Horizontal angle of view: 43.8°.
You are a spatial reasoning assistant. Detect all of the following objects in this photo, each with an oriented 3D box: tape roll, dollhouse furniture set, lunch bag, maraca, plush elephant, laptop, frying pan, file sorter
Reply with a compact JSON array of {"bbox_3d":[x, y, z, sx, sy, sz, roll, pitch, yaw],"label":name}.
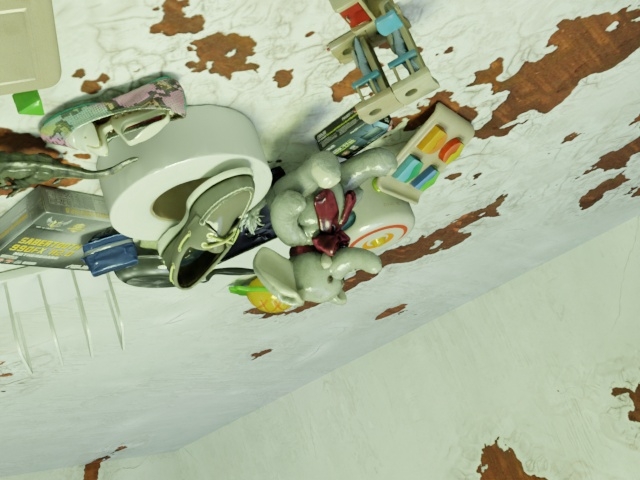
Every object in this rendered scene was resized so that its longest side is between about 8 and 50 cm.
[{"bbox_3d":[-0.231,-0.108,1.359,0.286,0.100,0.286,-19,160,-7],"label":"tape roll"},{"bbox_3d":[0.072,-0.280,1.174,0.129,0.129,0.183,-27,160,17],"label":"dollhouse furniture set"},{"bbox_3d":[-0.383,0.022,1.432,0.098,0.065,0.067,-17,175,-17],"label":"lunch bag"},{"bbox_3d":[-0.147,0.137,2.080,0.185,0.099,0.127,5,164,-1],"label":"maraca"},{"bbox_3d":[0.000,0.000,1.491,0.330,0.255,0.272,-26,174,26],"label":"plush elephant"},{"bbox_3d":[-0.145,-0.058,1.697,0.234,0.136,0.264,-25,134,8],"label":"laptop"},{"bbox_3d":[-0.313,0.078,1.756,0.197,0.053,0.326,-11,163,32],"label":"frying pan"},{"bbox_3d":[-0.553,0.160,1.624,0.277,0.173,0.193,-13,158,-18],"label":"file sorter"}]

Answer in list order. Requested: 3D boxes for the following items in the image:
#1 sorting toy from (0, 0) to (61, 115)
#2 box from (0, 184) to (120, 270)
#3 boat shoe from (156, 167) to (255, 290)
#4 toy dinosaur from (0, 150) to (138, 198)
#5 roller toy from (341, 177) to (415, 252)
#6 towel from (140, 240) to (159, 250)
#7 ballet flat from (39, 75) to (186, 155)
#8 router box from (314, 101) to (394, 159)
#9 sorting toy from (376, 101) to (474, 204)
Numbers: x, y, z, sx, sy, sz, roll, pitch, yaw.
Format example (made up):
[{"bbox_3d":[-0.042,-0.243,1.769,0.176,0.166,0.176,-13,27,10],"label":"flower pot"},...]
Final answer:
[{"bbox_3d":[-0.413,-0.234,0.942,0.196,0.047,0.348,-18,161,-20],"label":"sorting toy"},{"bbox_3d":[-0.458,-0.015,1.436,0.183,0.056,0.231,-31,158,27],"label":"box"},{"bbox_3d":[-0.187,-0.016,1.358,0.109,0.091,0.305,-5,154,-37],"label":"boat shoe"},{"bbox_3d":[-0.422,-0.106,1.201,0.268,0.064,0.118,1,169,-27],"label":"toy dinosaur"},{"bbox_3d":[0.107,-0.052,1.765,0.191,0.146,0.209,-21,160,2],"label":"roller toy"},{"bbox_3d":[-0.303,-0.012,1.590,0.110,0.027,0.148,12,151,-17],"label":"towel"},{"bbox_3d":[-0.300,-0.170,1.164,0.221,0.079,0.077,-20,161,-2],"label":"ballet flat"},{"bbox_3d":[0.064,-0.204,1.491,0.122,0.038,0.092,-33,156,30],"label":"router box"},{"bbox_3d":[0.223,-0.168,1.630,0.208,0.038,0.193,-53,150,14],"label":"sorting toy"}]
